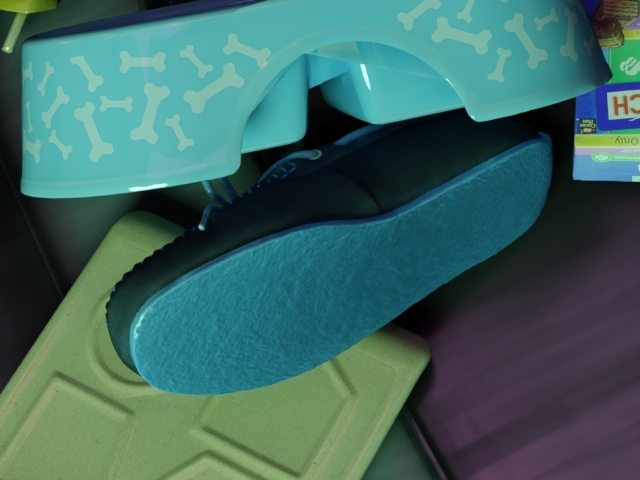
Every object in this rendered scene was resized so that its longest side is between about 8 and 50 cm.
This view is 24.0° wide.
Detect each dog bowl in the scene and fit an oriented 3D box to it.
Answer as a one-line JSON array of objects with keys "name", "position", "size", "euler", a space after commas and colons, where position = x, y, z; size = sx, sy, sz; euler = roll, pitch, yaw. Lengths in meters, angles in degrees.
[{"name": "dog bowl", "position": [-0.006, -0.089, 0.737], "size": [0.297, 0.166, 0.074], "euler": [-12, 102, -10]}]

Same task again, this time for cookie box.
[{"name": "cookie box", "position": [0.182, -0.086, 0.802], "size": [0.092, 0.040, 0.107], "euler": [1, 65, 11]}]

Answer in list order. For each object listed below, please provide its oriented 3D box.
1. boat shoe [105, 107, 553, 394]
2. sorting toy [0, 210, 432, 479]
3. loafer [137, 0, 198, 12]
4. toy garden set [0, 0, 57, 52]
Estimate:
[{"name": "boat shoe", "position": [0.000, 0.000, 0.753], "size": [0.258, 0.109, 0.089], "euler": [-19, 42, -34]}, {"name": "sorting toy", "position": [-0.071, 0.100, 0.767], "size": [0.193, 0.038, 0.208], "euler": [24, 66, 21]}, {"name": "loafer", "position": [-0.078, -0.173, 0.875], "size": [0.076, 0.078, 0.223], "euler": [7, 66, -28]}, {"name": "toy garden set", "position": [-0.268, -0.120, 0.905], "size": [0.204, 0.049, 0.244], "euler": [13, 67, 17]}]
